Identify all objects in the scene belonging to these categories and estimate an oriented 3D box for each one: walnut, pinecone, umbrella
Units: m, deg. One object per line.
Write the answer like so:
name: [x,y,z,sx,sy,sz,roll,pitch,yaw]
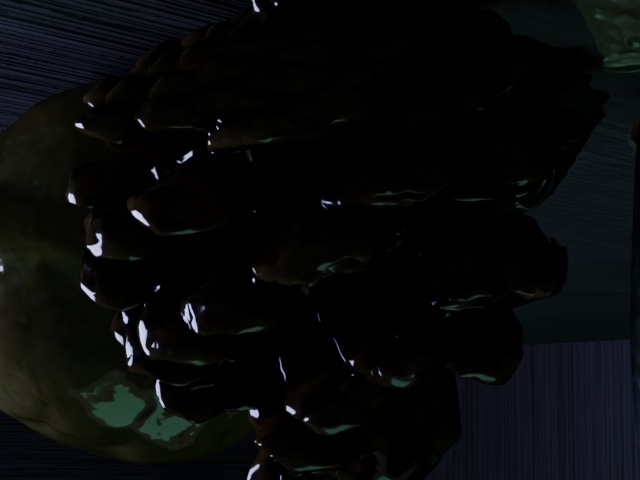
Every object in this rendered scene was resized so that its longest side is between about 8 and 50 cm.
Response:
walnut: [-0.113,0.016,0.987,0.283,0.227,0.283,10,177,0]
pinecone: [0.004,-0.010,0.770,0.243,0.243,0.257,-1,140,9]
umbrella: [0.078,0.000,0.932,0.059,0.235,0.066,37,-179,36]

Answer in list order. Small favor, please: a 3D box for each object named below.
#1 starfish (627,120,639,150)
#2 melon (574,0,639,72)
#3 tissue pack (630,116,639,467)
starfish: [0.313,-0.069,1.002,0.240,0.043,0.227,-1,172,18]
melon: [0.196,-0.118,0.690,0.182,0.054,0.098,-3,157,24]
tissue pack: [0.174,-0.015,0.548,0.103,0.228,0.315,4,162,3]
